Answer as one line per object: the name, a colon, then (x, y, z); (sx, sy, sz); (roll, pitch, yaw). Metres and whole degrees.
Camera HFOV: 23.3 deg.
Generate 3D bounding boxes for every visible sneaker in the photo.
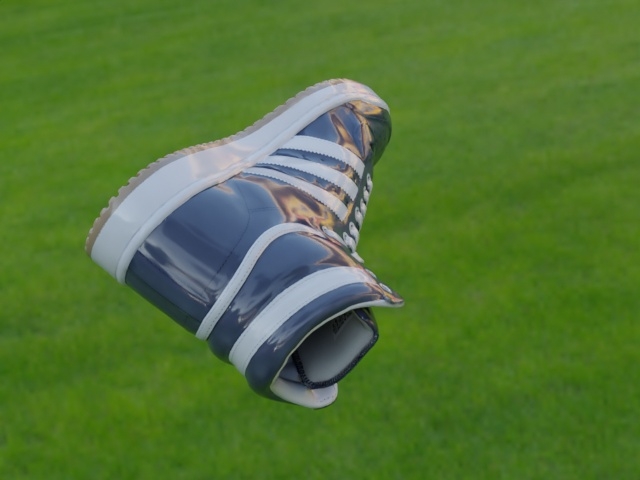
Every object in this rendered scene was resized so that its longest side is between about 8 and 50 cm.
sneaker: (0.000, 0.000, 0.925); (0.153, 0.099, 0.282); (40, 34, 13)
